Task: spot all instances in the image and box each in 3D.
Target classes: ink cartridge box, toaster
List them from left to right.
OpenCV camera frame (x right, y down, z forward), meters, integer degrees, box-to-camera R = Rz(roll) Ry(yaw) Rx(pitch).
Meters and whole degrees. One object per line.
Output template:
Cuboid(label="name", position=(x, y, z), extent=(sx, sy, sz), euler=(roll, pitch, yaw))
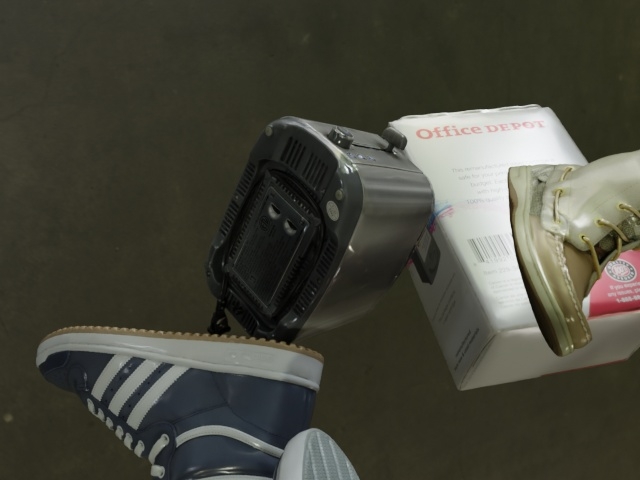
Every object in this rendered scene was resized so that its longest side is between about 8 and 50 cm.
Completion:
Cuboid(label="toaster", position=(0.000, 0.000, 0.630), extent=(0.146, 0.129, 0.227), euler=(-7, 132, -47))
Cuboid(label="ink cartridge box", position=(0.217, -0.004, 0.814), extent=(0.226, 0.306, 0.131), euler=(-6, 141, -15))

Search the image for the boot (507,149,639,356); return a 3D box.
Cuboid(label="boot", position=(0.233, -0.008, 0.539), extent=(0.213, 0.165, 0.077), euler=(-76, 149, -54))

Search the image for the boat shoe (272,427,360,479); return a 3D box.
Cuboid(label="boat shoe", position=(-0.013, 0.198, 0.376), extent=(0.075, 0.226, 0.083), euler=(-36, 113, 14))

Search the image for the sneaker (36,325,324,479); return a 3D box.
Cuboid(label="sneaker", position=(-0.139, 0.158, 0.589), extent=(0.099, 0.282, 0.153), euler=(42, 51, -58))
